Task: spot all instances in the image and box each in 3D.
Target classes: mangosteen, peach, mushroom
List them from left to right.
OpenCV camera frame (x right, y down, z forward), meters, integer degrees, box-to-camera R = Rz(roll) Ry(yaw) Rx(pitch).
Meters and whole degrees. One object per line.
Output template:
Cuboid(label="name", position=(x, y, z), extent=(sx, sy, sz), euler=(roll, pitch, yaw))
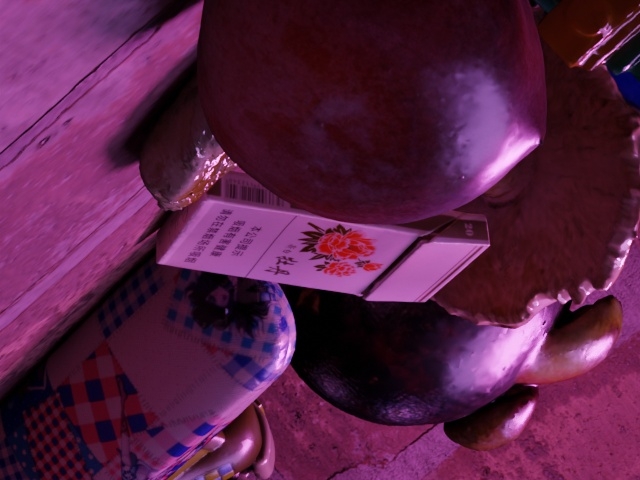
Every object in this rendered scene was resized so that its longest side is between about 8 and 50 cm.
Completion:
Cuboid(label="peach", position=(0.031, -0.081, 0.773), extent=(0.152, 0.152, 0.152), euler=(-40, 176, -4))
Cuboid(label="mushroom", position=(0.079, -0.076, 1.310), extent=(0.233, 0.302, 0.208), euler=(-45, -143, 22))
Cuboid(label="mangosteen", position=(0.096, 0.036, 1.562), extent=(0.288, 0.288, 0.288), euler=(-40, 176, -4))

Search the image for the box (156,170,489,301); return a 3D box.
Cuboid(label="box", position=(0.000, 0.000, 1.240), extent=(0.198, 0.029, 0.109), euler=(9, 154, -19))

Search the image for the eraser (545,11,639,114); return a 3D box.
Cuboid(label="eraser", position=(0.236, -0.124, 1.747), extent=(0.332, 0.155, 0.101), euler=(-59, 176, 36))

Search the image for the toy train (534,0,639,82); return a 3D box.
Cuboid(label="toy train", position=(0.264, -0.164, 1.219), extent=(0.178, 0.249, 0.429), euler=(-42, 175, 19))

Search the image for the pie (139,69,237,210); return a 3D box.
Cuboid(label="pie", position=(-0.022, -0.082, 0.975), extent=(0.187, 0.041, 0.187), euler=(-40, 176, -3))

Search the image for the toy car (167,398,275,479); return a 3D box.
Cuboid(label="toy car", position=(-0.170, 0.195, 1.756), extent=(0.248, 0.204, 0.198), euler=(-37, 153, -13))

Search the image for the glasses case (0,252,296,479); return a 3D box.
Cuboid(label="glasses case", position=(-0.143, 0.117, 1.384), extent=(0.327, 0.125, 0.076), euler=(-43, 166, 31))
